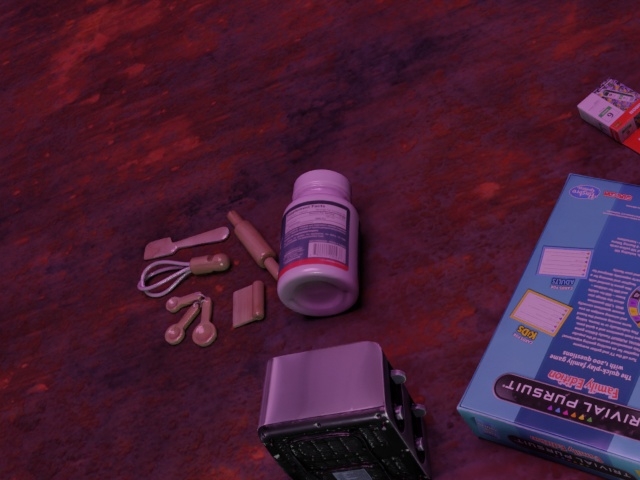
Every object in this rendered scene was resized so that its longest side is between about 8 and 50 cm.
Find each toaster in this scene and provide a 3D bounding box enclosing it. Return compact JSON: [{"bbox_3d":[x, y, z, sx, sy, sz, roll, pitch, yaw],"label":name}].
[{"bbox_3d":[0.023,0.213,1.378,0.185,0.168,0.110,-12,48,19],"label":"toaster"}]

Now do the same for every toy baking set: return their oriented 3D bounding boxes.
[{"bbox_3d":[-0.164,0.043,1.698,0.196,0.030,0.256,-35,47,1],"label":"toy baking set"}]

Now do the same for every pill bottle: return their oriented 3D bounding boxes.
[{"bbox_3d":[0.000,0.000,1.590,0.108,0.108,0.180,-13,50,20],"label":"pill bottle"}]

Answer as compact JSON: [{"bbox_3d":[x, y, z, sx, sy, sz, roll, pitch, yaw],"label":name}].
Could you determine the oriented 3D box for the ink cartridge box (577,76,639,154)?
[{"bbox_3d":[0.397,-0.162,1.550,0.063,0.029,0.115,-41,47,-6],"label":"ink cartridge box"}]

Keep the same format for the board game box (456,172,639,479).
[{"bbox_3d":[0.342,0.097,1.349,0.253,0.079,0.336,14,64,35],"label":"board game box"}]
